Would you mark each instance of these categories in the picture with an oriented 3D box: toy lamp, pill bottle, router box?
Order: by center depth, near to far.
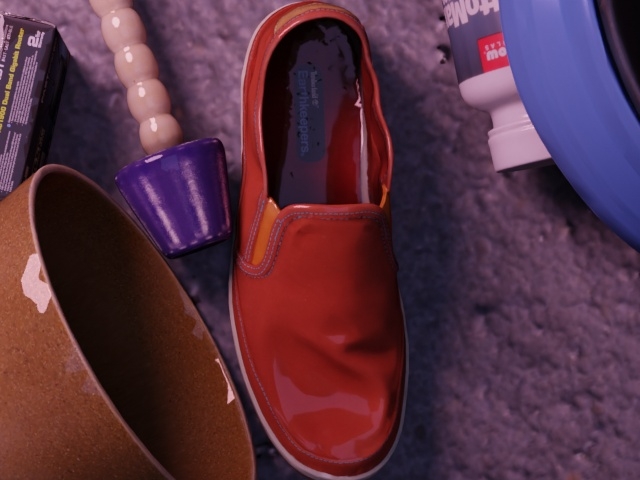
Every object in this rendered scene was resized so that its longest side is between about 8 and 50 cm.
[{"bbox_3d":[-0.199,-0.080,0.834,0.038,0.092,0.122,11,87,-4],"label":"router box"},{"bbox_3d":[-0.127,-0.122,0.852,0.080,0.080,0.274,-19,86,-5],"label":"toy lamp"},{"bbox_3d":[0.141,-0.141,0.857,0.108,0.108,0.180,-11,88,-5],"label":"pill bottle"}]

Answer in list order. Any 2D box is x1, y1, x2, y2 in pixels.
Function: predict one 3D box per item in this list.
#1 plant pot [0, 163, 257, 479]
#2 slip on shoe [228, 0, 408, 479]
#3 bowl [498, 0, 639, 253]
[{"bbox_3d":[-0.208,0.116,0.773,0.254,0.237,0.237,-29,90,8],"label":"plant pot"},{"bbox_3d":[0.000,0.000,0.843,0.123,0.101,0.331,-2,89,-7],"label":"slip on shoe"},{"bbox_3d":[0.302,-0.161,0.828,0.391,0.077,0.391,3,83,-23],"label":"bowl"}]
